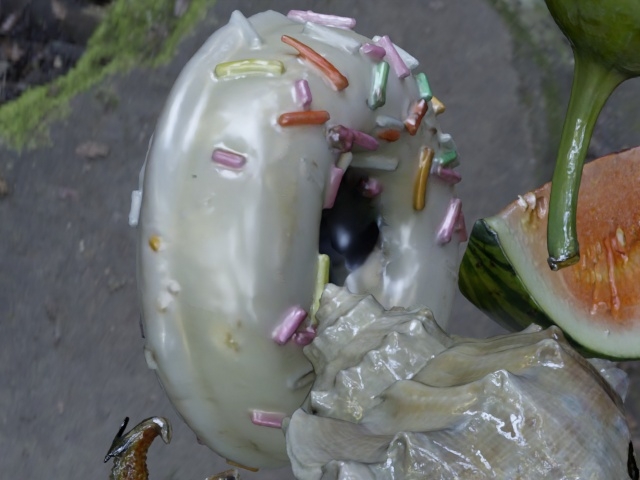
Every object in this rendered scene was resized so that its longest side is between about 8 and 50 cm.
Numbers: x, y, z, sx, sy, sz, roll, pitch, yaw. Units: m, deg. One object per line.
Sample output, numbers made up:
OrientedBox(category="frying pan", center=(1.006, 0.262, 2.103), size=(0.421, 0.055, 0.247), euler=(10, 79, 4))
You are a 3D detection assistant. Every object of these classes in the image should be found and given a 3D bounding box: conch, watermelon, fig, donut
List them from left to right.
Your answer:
OrientedBox(category="donut", center=(0.000, 0.000, 1.219), size=(0.142, 0.382, 0.383), euler=(3, 65, 31))
OrientedBox(category="conch", center=(0.105, 0.146, 0.910), size=(0.324, 0.263, 0.186), euler=(37, 105, 14))
OrientedBox(category="watermelon", center=(0.226, 0.029, 1.134), size=(0.303, 0.159, 0.128), euler=(-17, 59, -36))
OrientedBox(category="fig", center=(0.160, -0.102, 0.775), size=(0.149, 0.245, 0.149), euler=(17, 24, -8))

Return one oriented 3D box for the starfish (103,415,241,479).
OrientedBox(category="starfish", center=(-0.115, 0.295, 1.356), size=(0.303, 0.113, 0.312), euler=(60, 29, -11))
